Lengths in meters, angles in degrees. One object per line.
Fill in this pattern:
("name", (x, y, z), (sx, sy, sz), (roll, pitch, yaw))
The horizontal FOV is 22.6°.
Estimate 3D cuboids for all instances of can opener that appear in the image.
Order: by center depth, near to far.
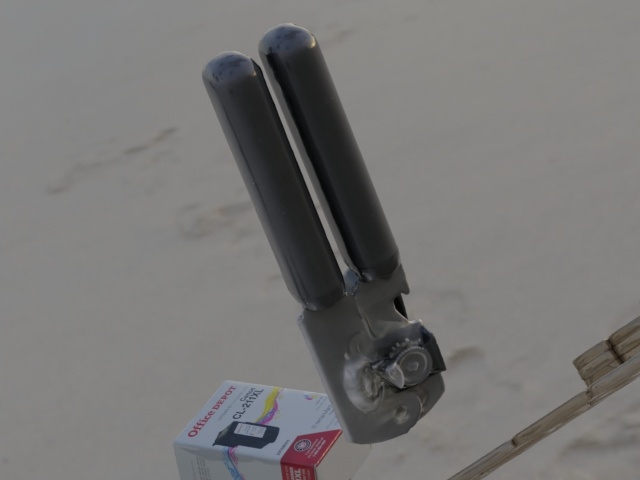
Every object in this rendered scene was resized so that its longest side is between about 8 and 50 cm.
("can opener", (0.000, 0.000, 0.984), (0.076, 0.283, 0.095), (-28, 25, -12))

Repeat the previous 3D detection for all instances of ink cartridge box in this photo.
("ink cartridge box", (-0.052, 0.222, 1.722), (0.175, 0.072, 0.127), (5, 32, 26))

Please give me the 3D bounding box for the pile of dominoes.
("pile of dominoes", (0.154, 0.110, 1.099), (0.251, 0.040, 0.196), (-36, -12, 17))
